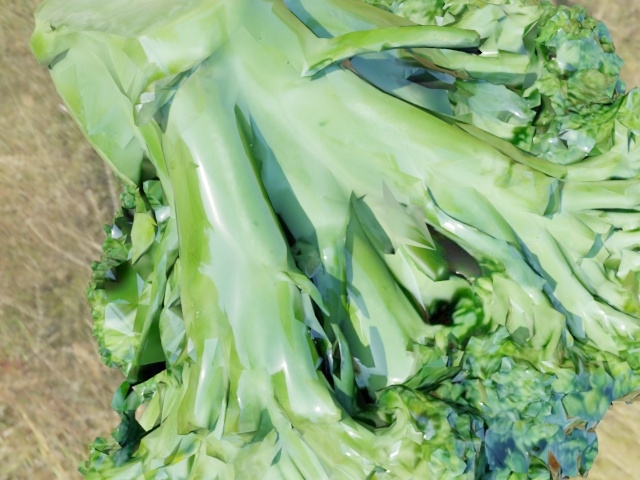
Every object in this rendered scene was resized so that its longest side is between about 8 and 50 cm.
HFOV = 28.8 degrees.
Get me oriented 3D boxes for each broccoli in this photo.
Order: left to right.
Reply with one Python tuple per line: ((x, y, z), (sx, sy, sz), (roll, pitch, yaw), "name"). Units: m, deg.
((0.000, 0.000, 0.457), (0.269, 0.261, 0.242), (-51, 130, -32), "broccoli")
